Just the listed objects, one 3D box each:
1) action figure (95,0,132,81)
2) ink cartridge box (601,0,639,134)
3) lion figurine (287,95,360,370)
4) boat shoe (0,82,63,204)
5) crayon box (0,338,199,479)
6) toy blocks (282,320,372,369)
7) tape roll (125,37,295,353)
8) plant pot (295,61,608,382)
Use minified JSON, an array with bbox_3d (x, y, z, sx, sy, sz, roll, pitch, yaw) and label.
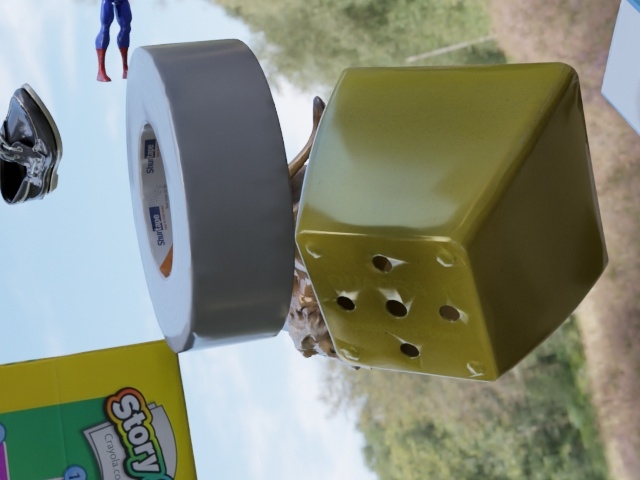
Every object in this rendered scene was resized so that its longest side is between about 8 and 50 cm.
[{"bbox_3d":[-0.342,-0.419,1.923,0.139,0.091,0.280,14,111,49],"label":"action figure"},{"bbox_3d":[0.564,-0.254,1.496,0.198,0.270,0.197,58,164,34],"label":"ink cartridge box"},{"bbox_3d":[0.000,0.000,1.320,0.392,0.240,0.142,49,-162,-44],"label":"lion figurine"},{"bbox_3d":[-0.351,-0.105,1.295,0.075,0.065,0.206,50,153,15],"label":"boat shoe"},{"bbox_3d":[-0.241,0.281,0.860,0.106,0.313,0.363,127,134,-73],"label":"crayon box"},{"bbox_3d":[0.043,0.041,1.858,0.261,0.381,0.190,-54,-45,-28],"label":"toy blocks"},{"bbox_3d":[-0.085,-0.032,0.788,0.219,0.072,0.219,173,90,-72],"label":"tape roll"},{"bbox_3d":[0.096,-0.004,0.899,0.187,0.212,0.212,-56,-41,-41],"label":"plant pot"}]
